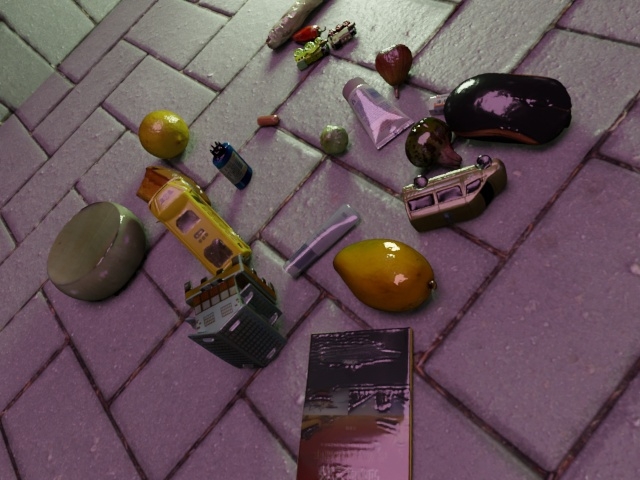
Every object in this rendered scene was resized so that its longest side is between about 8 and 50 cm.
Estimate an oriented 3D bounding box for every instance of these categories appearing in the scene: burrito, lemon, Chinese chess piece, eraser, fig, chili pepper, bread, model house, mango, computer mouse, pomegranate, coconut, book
[{"bbox_3d":[-0.077,-0.885,2.021,0.392,0.076,0.117,-49,23,-6],"label":"burrito"},{"bbox_3d":[-0.582,-0.392,1.934,0.203,0.178,0.178,24,75,36],"label":"lemon"},{"bbox_3d":[-0.760,0.037,1.789,0.348,0.146,0.350,-14,55,22],"label":"Chinese chess piece"},{"bbox_3d":[0.373,-0.392,1.496,0.121,0.029,0.052,-1,61,28],"label":"eraser"},{"bbox_3d":[0.217,-0.529,1.618,0.119,0.119,0.153,19,82,36],"label":"fig"},{"bbox_3d":[-0.044,-0.764,1.944,0.191,0.050,0.059,11,70,47],"label":"chili pepper"},{"bbox_3d":[-0.482,-0.151,1.720,0.269,0.195,0.143,22,81,36],"label":"bread"},{"bbox_3d":[-0.217,0.196,1.346,0.198,0.224,0.215,-26,48,10],"label":"model house"},{"bbox_3d":[0.150,0.080,1.282,0.316,0.119,0.177,22,76,46],"label":"mango"},{"bbox_3d":[0.470,-0.340,1.341,0.323,0.116,0.183,12,81,29],"label":"computer mouse"},{"bbox_3d":[0.301,-0.254,1.389,0.163,0.126,0.138,30,72,38],"label":"pomegranate"},{"bbox_3d":[0.038,-0.308,1.598,0.096,0.088,0.088,9,66,27],"label":"coconut"},{"bbox_3d":[0.080,0.381,1.187,0.262,0.028,0.374,-8,58,23],"label":"book"}]

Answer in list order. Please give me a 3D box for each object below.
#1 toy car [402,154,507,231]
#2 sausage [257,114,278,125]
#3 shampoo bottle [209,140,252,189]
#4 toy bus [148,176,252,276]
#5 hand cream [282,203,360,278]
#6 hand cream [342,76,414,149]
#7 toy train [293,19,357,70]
[{"bbox_3d":[0.337,-0.110,1.298,0.256,0.101,0.125,-16,59,22],"label":"toy car"},{"bbox_3d":[-0.182,-0.417,1.817,0.083,0.034,0.034,1,62,28],"label":"sausage"},{"bbox_3d":[-0.288,-0.245,1.674,0.050,0.183,0.087,14,69,33],"label":"shampoo bottle"},{"bbox_3d":[-0.363,-0.038,1.530,0.144,0.152,0.330,-45,88,-2],"label":"toy bus"},{"bbox_3d":[0.000,0.000,1.454,0.255,0.048,0.079,-43,56,-4],"label":"hand cream"},{"bbox_3d":[0.165,-0.397,1.594,0.133,0.083,0.248,-36,62,6],"label":"hand cream"},{"bbox_3d":[0.019,-0.701,1.870,0.249,0.053,0.085,-27,60,12],"label":"toy train"}]
